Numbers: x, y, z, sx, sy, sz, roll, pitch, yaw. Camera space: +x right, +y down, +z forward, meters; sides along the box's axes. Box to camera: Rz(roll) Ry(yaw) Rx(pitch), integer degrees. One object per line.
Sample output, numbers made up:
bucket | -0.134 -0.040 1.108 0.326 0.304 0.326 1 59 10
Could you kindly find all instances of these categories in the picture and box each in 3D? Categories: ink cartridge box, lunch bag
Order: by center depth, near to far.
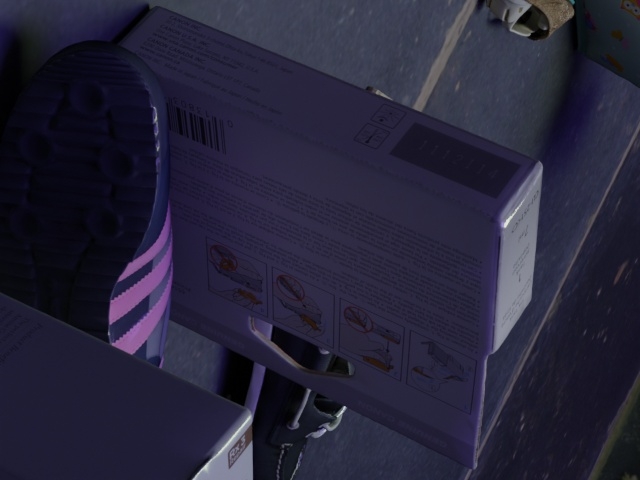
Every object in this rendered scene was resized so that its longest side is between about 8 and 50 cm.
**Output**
ink cartridge box | 0.000 0.000 1.224 0.066 0.296 0.261 -51 155 -34
lunch bag | 0.399 -0.276 1.948 0.160 0.223 0.262 -45 152 -21

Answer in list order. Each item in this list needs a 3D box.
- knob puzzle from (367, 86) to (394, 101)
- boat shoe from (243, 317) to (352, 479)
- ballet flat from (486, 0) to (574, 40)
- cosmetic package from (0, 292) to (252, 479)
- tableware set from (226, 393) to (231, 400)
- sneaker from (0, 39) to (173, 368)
knob puzzle | 0.043 -0.031 1.652 0.213 0.030 0.213 -49 154 -35
boat shoe | -0.014 0.123 1.577 0.302 0.091 0.114 95 14 -44
ballet flat | 0.200 -0.238 1.753 0.067 0.073 0.206 -53 156 6
cosmetic package | -0.165 0.115 1.050 0.117 0.231 0.085 -46 151 -39
tableware set | -0.117 0.195 1.527 0.154 0.024 0.104 -18 129 -63
sneaker | -0.147 -0.006 1.173 0.131 0.112 0.319 -65 169 -55
